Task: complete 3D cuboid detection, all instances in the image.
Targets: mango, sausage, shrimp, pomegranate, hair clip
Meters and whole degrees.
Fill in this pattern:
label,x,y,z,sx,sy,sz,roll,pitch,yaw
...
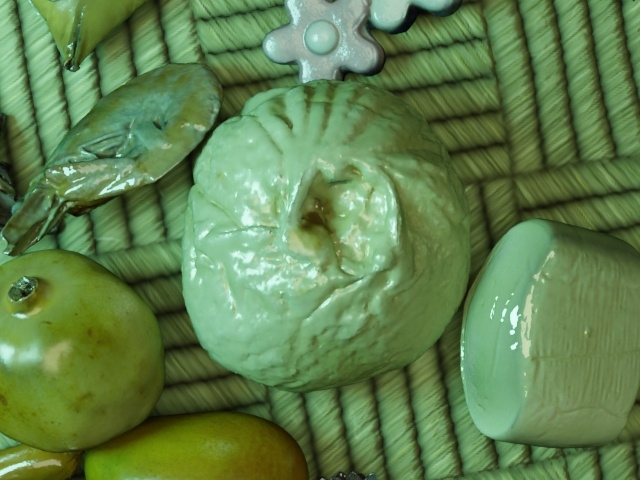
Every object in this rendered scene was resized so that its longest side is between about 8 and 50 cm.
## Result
label,x,y,z,sx,sy,sz,roll,pitch,yaw
mango,-0.140,0.272,1.666,0.254,0.175,0.139,-1,118,2
sausage,-0.356,0.270,1.714,0.183,0.054,0.062,-19,56,-1
shrimp,-0.229,-0.089,1.655,0.317,0.168,0.077,-50,131,-22
pomegranate,-0.287,0.125,1.637,0.233,0.233,0.233,0,89,-2
hair clip,0.052,-0.275,1.732,0.257,0.075,0.146,-38,95,2

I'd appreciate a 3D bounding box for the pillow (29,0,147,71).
label,x,y,z,sx,sy,sz,roll,pitch,yaw
pillow,-0.255,-0.402,1.694,0.312,0.119,0.310,-37,87,-1

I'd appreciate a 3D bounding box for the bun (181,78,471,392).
label,x,y,z,sx,sy,sz,roll,pitch,yaw
bun,0.000,0.000,1.645,0.352,0.227,0.349,-36,92,0

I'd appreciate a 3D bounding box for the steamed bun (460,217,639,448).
label,x,y,z,sx,sy,sz,roll,pitch,yaw
steamed bun,0.250,0.103,1.663,0.200,0.154,0.250,7,90,-32

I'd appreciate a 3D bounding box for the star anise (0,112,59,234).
label,x,y,z,sx,sy,sz,roll,pitch,yaw
star anise,-0.405,-0.065,1.676,0.089,0.209,0.231,-24,110,38

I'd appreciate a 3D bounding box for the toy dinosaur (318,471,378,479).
label,x,y,z,sx,sy,sz,roll,pitch,yaw
toy dinosaur,0.017,0.313,1.732,0.208,0.039,0.082,-12,87,-12
